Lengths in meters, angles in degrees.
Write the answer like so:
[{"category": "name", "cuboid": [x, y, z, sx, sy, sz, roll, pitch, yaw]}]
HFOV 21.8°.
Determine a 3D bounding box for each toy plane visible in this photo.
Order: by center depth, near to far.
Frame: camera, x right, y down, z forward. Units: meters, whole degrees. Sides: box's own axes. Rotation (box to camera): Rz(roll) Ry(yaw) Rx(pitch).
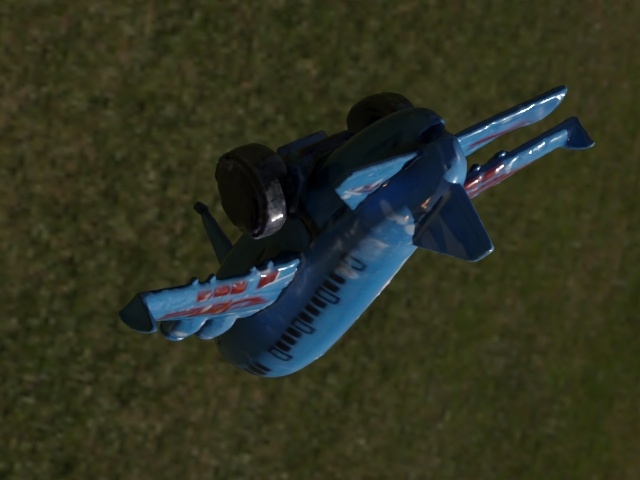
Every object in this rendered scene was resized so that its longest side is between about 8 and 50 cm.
[{"category": "toy plane", "cuboid": [0.000, 0.000, 0.786, 0.254, 0.271, 0.105, -23, 87, -31]}]
